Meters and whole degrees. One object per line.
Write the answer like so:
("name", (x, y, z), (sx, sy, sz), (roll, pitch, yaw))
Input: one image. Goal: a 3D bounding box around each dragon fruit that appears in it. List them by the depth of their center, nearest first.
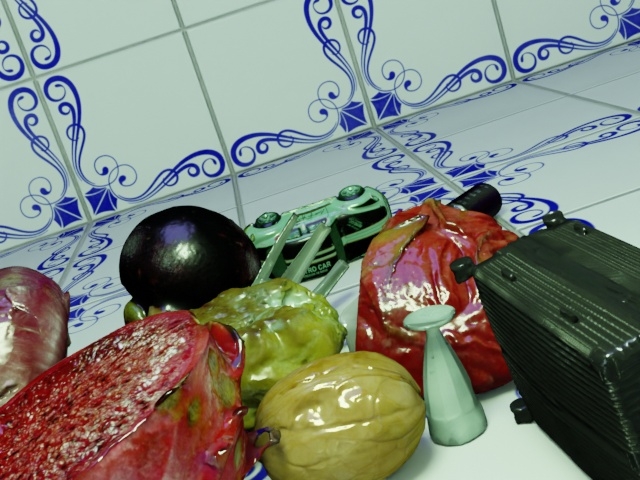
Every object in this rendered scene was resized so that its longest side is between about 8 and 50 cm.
("dragon fruit", (-0.221, 0.259, 1.006), (0.371, 0.249, 0.386), (-25, 20, 24))
("dragon fruit", (0.222, 0.086, 1.317), (0.330, 0.302, 0.240), (0, -14, 8))

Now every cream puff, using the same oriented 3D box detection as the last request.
("cream puff", (-0.083, 0.171, 1.292), (0.281, 0.185, 0.282), (-17, 13, 4))

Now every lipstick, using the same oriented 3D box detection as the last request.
("lipstick", (0.246, -0.027, 1.798), (0.081, 0.081, 0.299), (-5, 20, 40))

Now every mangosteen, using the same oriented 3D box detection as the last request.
("mangosteen", (-0.246, 0.088, 1.707), (0.275, 0.275, 0.302), (2, 61, 51))

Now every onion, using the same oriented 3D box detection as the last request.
("onion", (-0.511, 0.188, 1.398), (0.285, 0.348, 0.347), (23, 2, -21))

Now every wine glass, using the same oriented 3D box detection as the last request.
("wine glass", (0.148, 0.157, 1.137), (0.073, 0.155, 0.073), (-13, 14, 3))

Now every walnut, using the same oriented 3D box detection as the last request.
("walnut", (0.020, 0.211, 1.105), (0.206, 0.159, 0.159), (-22, 15, 1))

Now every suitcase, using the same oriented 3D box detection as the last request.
("suitcase", (0.285, 0.126, 0.957), (0.152, 0.230, 0.335), (-27, 17, -5))

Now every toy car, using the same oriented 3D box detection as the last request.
("toy car", (0.000, 0.000, 1.896), (0.305, 0.136, 0.125), (-16, 29, 1))

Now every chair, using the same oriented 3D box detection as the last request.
("chair", (-0.065, 0.100, 1.538), (0.275, 0.190, 0.203), (-51, 23, -10))

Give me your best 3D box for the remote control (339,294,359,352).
("remote control", (0.122, 0.100, 1.444), (0.055, 0.109, 0.313), (-8, 18, 33))
